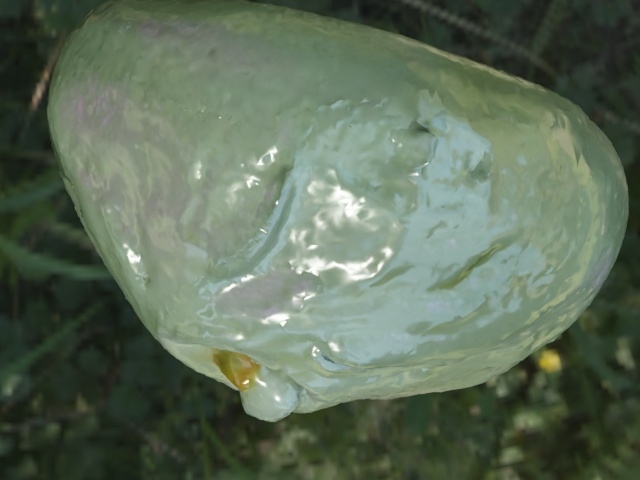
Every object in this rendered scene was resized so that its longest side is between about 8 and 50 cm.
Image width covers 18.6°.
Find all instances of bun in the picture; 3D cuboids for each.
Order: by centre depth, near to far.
[{"bbox_3d":[0.000,0.000,0.930,0.283,0.283,0.179,19,84,-22],"label":"bun"}]
